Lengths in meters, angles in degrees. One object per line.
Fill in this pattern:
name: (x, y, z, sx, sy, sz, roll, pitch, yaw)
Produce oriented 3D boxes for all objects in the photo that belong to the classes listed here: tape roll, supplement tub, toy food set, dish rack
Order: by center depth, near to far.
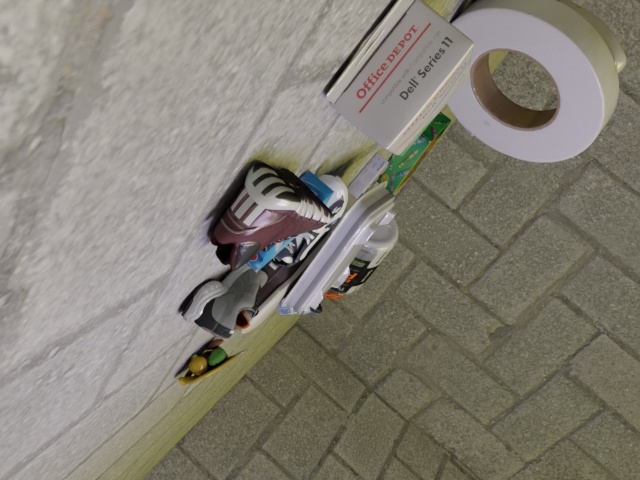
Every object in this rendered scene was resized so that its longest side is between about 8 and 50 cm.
tape roll: (0.423, -0.333, 1.312, 0.072, 0.392, 0.392, -48, 173, -21)
dish rack: (0.058, 0.024, 1.442, 0.333, 0.072, 0.285, -54, 172, 24)
toy food set: (-0.294, 0.308, 1.615, 0.128, 0.071, 0.218, -27, 178, 16)
supplement tub: (0.094, 0.037, 2.019, 0.207, 0.207, 0.338, -44, 171, -43)

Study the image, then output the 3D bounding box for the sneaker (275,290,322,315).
sneaker: (-0.070, 0.150, 1.568, 0.081, 0.080, 0.211, -33, 148, 21)

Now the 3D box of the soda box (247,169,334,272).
soda box: (-0.066, -0.038, 1.109, 0.210, 0.067, 0.071, -45, 172, -41)

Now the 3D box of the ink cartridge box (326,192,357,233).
ink cartridge box: (0.000, 0.000, 1.629, 0.172, 0.100, 0.237, -41, 170, -49)

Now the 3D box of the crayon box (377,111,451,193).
crayon box: (0.313, -0.303, 2.106, 0.165, 0.081, 0.278, -45, 172, -40)

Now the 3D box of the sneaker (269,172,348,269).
sneaker: (-0.038, -0.024, 1.252, 0.235, 0.094, 0.153, -42, -171, 40)

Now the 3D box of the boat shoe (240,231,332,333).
boat shoe: (-0.096, 0.074, 1.416, 0.324, 0.097, 0.116, -47, 173, -25)

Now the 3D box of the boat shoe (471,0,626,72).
boat shoe: (0.472, -0.439, 1.326, 0.158, 0.340, 0.127, -39, 162, -1)

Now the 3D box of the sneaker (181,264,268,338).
sneaker: (-0.161, 0.118, 1.190, 0.100, 0.108, 0.271, -54, 174, 21)

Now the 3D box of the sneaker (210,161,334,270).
sneaker: (-0.087, -0.027, 0.958, 0.162, 0.106, 0.281, -46, 164, 10)

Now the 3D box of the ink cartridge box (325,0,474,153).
ink cartridge box: (0.140, -0.255, 1.018, 0.207, 0.119, 0.353, -51, 174, 12)

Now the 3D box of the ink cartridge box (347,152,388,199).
ink cartridge box: (0.112, -0.150, 1.775, 0.207, 0.046, 0.097, -49, 173, -1)
